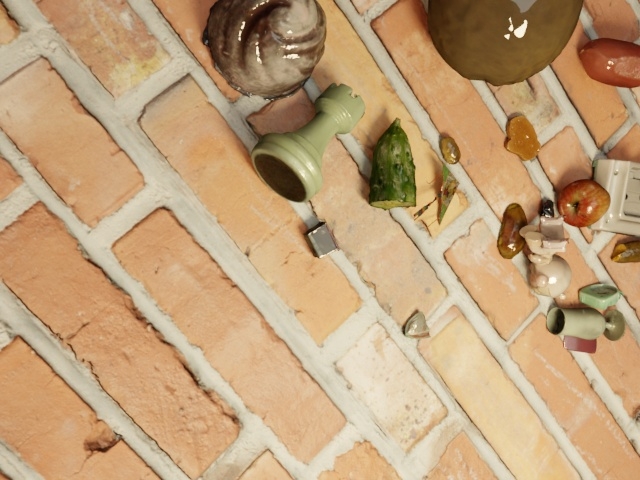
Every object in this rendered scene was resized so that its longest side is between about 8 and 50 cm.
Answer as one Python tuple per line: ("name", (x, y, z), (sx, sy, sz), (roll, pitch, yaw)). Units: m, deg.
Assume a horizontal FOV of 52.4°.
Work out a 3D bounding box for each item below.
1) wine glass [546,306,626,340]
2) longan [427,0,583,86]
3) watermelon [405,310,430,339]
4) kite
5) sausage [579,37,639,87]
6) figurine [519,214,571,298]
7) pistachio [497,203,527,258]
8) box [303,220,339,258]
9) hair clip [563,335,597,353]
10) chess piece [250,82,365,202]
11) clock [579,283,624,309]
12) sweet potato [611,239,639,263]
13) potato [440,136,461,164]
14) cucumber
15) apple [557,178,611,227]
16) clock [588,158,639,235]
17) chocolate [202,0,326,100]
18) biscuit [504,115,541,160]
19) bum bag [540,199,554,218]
("wine glass", (0.818, 0.255, 2.013), (0.230, 0.103, 0.103), (6, 89, -18))
("longan", (0.480, -0.636, 1.706), (0.403, 0.404, 0.436), (15, 89, -22))
("watermelon", (0.276, 0.247, 1.809), (0.085, 0.061, 0.085), (2, 87, -31))
("kite", (0.326, -0.121, 1.802), (0.244, 0.006, 0.198), (-33, 130, -40))
("sausage", (0.929, -0.548, 2.022), (0.254, 0.148, 0.148), (0, 91, -21))
("figurine", (0.676, 0.063, 1.920), (0.144, 0.182, 0.257), (-16, 124, 2))
("pistachio", (0.584, -0.026, 1.938), (0.089, 0.049, 0.173), (15, 86, -23))
("box", (0.000, 0.000, 1.696), (0.063, 0.060, 0.085), (-28, 102, -11))
("hair clip", (0.828, 0.327, 2.060), (0.137, 0.022, 0.054), (11, 84, -22))
("chess piece", (-0.015, -0.258, 1.627), (0.194, 0.194, 0.299), (46, 66, -17))
("clock", (0.890, 0.171, 2.041), (0.135, 0.101, 0.041), (-15, 111, -25))
("sweet potato", (1.054, 0.029, 2.118), (0.243, 0.077, 0.077), (-9, 95, -21))
("potato", (0.370, -0.256, 1.850), (0.051, 0.040, 0.083), (-29, 103, -25))
("cucumber", (0.197, -0.206, 1.740), (0.134, 0.134, 0.245), (5, 86, -22))
("apple", (0.801, -0.114, 1.976), (0.130, 0.146, 0.146), (-17, 98, -39))
("clock", (0.991, -0.133, 2.069), (0.262, 0.116, 0.231), (7, 89, -21))
("chocolate", (-0.107, -0.500, 1.559), (0.303, 0.213, 0.303), (0, 90, -23))
("biscuit", (0.598, -0.302, 1.952), (0.118, 0.023, 0.140), (-29, 102, -19))
("bum bag", (0.696, -0.063, 1.991), (0.057, 0.034, 0.125), (-7, 94, -36))
